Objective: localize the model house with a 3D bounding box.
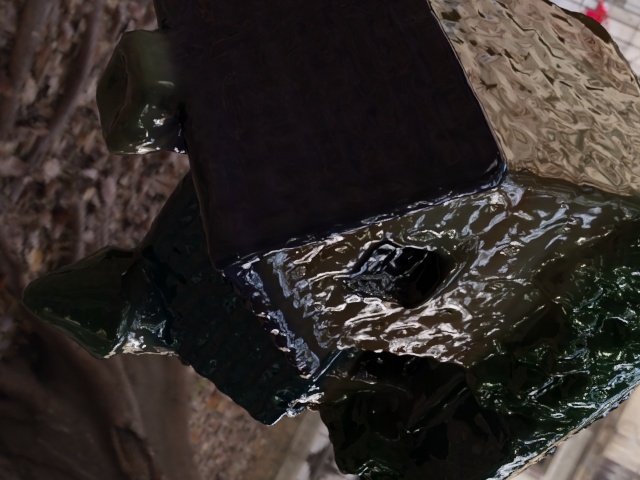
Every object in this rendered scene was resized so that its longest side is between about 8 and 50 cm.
[{"bbox_3d":[0.000,0.000,0.534,0.312,0.280,0.245,-49,-137,38],"label":"model house"}]
